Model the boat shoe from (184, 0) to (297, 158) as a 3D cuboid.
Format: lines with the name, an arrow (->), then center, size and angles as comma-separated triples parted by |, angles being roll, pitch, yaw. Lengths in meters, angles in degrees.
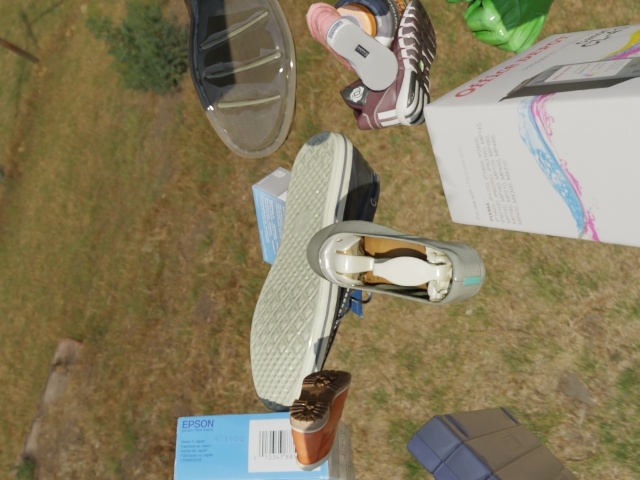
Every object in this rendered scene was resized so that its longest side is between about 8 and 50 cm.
boat shoe -> -0.086, -0.240, 0.712 | 0.110, 0.104, 0.307 | -12, 98, 8

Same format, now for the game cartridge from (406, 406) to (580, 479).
game cartridge -> 0.236, 0.284, 0.740 | 0.068, 0.355, 0.230 | -46, 64, 10

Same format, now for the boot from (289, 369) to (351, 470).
boot -> 0.001, 0.225, 0.872 | 0.059, 0.158, 0.085 | 2, 108, 19

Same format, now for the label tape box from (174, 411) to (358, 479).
label tape box -> -0.077, 0.380, 1.202 | 0.249, 0.348, 0.115 | -6, 69, 9

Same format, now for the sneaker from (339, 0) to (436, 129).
sneaker -> 0.111, -0.308, 1.210 | 0.162, 0.106, 0.281 | -11, 50, 30

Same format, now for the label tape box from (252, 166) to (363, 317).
label tape box -> 0.000, 0.000, 1.605 | 0.333, 0.241, 0.106 | 28, 50, 33

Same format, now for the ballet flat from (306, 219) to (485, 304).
ballet flat -> 0.055, 0.020, 0.670 | 0.213, 0.068, 0.072 | 7, 99, 38

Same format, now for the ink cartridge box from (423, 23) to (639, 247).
ink cartridge box -> 0.277, -0.100, 0.580 | 0.226, 0.131, 0.306 | -32, 26, -29

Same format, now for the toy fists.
toy fists -> 0.269, -0.422, 1.113 | 0.096, 0.279, 0.142 | 14, 71, 56

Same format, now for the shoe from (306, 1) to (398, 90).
shoe -> 0.050, -0.296, 1.031 | 0.063, 0.178, 0.081 | -49, 56, 13

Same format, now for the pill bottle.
pill bottle -> 0.101, -0.435, 1.344 | 0.130, 0.246, 0.131 | 11, 119, 21

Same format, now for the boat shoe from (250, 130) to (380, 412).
boat shoe -> 0.005, 0.055, 1.192 | 0.186, 0.156, 0.500 | -8, 64, 46
